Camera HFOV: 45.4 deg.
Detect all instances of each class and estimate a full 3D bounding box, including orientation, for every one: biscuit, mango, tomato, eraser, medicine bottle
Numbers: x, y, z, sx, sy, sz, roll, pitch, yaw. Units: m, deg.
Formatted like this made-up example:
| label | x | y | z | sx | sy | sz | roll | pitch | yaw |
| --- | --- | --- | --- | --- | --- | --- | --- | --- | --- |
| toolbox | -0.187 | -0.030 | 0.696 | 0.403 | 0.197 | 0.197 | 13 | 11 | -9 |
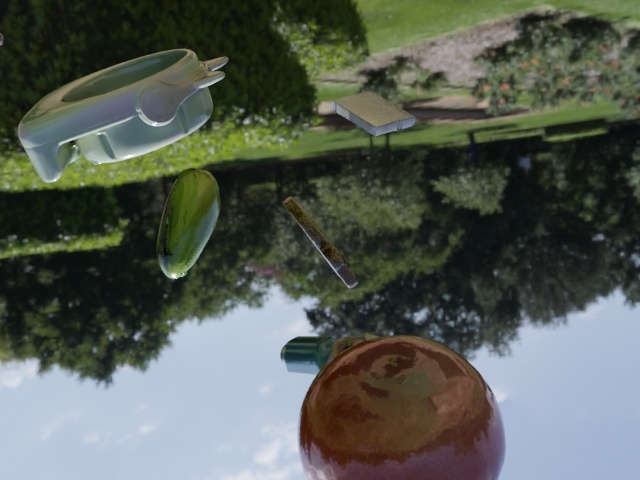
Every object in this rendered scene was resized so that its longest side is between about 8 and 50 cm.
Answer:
| label | x | y | z | sx | sy | sz | roll | pitch | yaw |
| --- | --- | --- | --- | --- | --- | --- | --- | --- | --- |
| biscuit | 0.000 | 0.000 | 1.607 | 0.039 | 0.236 | 0.180 | -39 | -152 | 1 |
| mango | -0.188 | -0.024 | 1.102 | 0.074 | 0.165 | 0.091 | 8 | 171 | 6 |
| tomato | 0.099 | 0.240 | 0.950 | 0.256 | 0.224 | 0.256 | -5 | -149 | 3 |
| eraser | 0.104 | -0.257 | 1.544 | 0.104 | 0.023 | 0.150 | -19 | -140 | -30 |
| medicine bottle | -0.008 | 0.265 | 1.652 | 0.079 | 0.124 | 0.258 | -28 | -172 | -24 |

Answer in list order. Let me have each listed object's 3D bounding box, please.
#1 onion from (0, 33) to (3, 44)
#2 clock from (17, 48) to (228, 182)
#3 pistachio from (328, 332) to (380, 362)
| label | x | y | z | sx | sy | sz | roll | pitch | yaw |
| --- | --- | --- | --- | --- | --- | --- | --- | --- | --- |
| onion | -0.725 | -0.458 | 1.534 | 0.159 | 0.159 | 0.195 | -4 | 151 | 42 |
| clock | -0.296 | -0.213 | 1.215 | 0.324 | 0.108 | 0.265 | -17 | -156 | 4 |
| pistachio | 0.079 | 0.217 | 1.221 | 0.144 | 0.143 | 0.215 | -6 | 151 | 14 |
